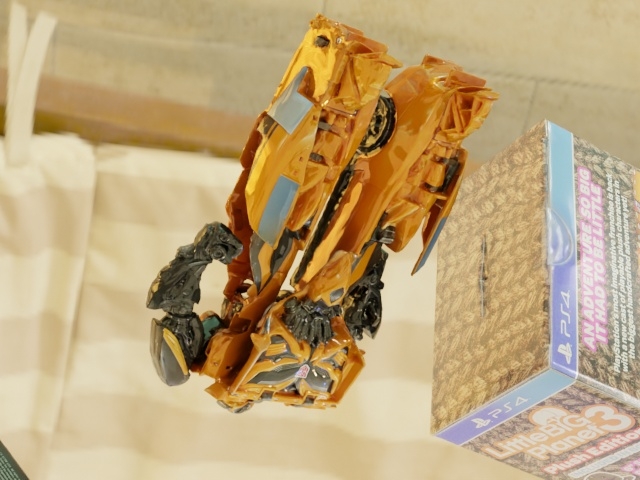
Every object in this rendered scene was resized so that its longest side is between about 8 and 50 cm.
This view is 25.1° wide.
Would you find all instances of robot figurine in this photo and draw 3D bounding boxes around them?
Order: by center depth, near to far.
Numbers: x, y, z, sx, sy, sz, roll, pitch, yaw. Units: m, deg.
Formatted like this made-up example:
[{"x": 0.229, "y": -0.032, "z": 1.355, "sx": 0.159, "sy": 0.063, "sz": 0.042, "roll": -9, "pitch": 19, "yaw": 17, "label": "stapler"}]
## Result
[{"x": 0.000, "y": 0.000, "z": 0.997, "sx": 0.211, "sy": 0.085, "sz": 0.291, "roll": 11, "pitch": 109, "yaw": -43, "label": "robot figurine"}]

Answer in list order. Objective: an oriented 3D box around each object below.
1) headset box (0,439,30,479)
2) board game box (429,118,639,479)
[{"x": -0.261, "y": 0.232, "z": 0.843, "sx": 0.110, "sy": 0.218, "sz": 0.293, "roll": -13, "pitch": 136, "yaw": -42, "label": "headset box"}, {"x": 0.248, "y": 0.080, "z": 1.170, "sx": 0.291, "sy": 0.232, "sz": 0.141, "roll": 25, "pitch": 140, "yaw": -24, "label": "board game box"}]
